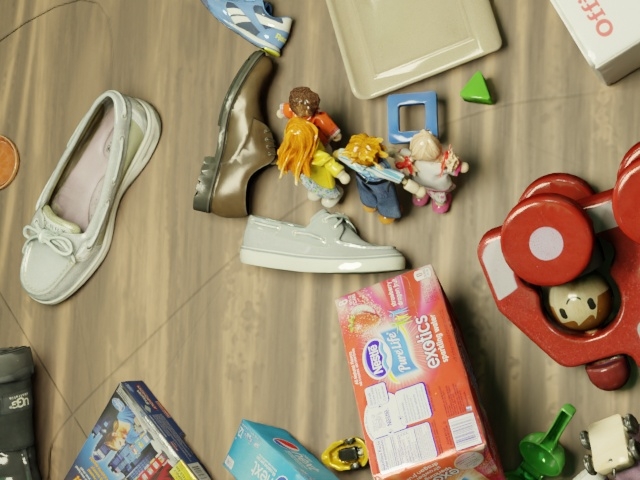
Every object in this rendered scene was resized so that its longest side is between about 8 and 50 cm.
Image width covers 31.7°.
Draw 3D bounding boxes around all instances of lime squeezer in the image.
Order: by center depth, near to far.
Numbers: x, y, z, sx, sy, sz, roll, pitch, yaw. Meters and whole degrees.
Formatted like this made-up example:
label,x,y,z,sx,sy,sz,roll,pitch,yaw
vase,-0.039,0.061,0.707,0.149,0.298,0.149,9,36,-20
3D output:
label,x,y,z,sx,sy,sz,roll,pitch,yaw
lime squeezer,0.231,0.288,1.297,0.059,0.110,0.310,30,120,4

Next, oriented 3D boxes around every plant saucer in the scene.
label,x,y,z,sx,sy,sz,roll,pitch,yaw
plant saucer,-0.481,-0.115,1.670,0.083,0.013,0.083,-3,83,22

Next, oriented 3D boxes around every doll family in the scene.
label,x,y,z,sx,sy,sz,roll,pitch,yaw
doll family,0.040,-0.089,1.358,0.263,0.163,0.118,21,68,22

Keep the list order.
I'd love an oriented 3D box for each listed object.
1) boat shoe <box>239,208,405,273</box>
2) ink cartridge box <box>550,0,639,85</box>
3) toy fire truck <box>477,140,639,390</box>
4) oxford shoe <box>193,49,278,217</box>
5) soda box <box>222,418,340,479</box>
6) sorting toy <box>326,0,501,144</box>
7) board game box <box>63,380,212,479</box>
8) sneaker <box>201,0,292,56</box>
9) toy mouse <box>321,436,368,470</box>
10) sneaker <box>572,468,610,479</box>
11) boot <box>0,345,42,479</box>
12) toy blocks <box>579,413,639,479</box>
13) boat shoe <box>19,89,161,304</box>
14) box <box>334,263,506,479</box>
label,x,y,z,sx,sy,sz,roll,pitch,yaw
boat shoe,0.000,0.000,1.428,0.228,0.079,0.081,4,91,26
ink cartridge box,0.397,-0.354,1.277,0.306,0.131,0.226,-31,75,18
toy fire truck,0.342,0.037,1.255,0.302,0.169,0.254,-20,96,20
oxford shoe,-0.092,-0.138,1.490,0.096,0.083,0.227,15,91,4
soda box,-0.037,0.292,1.361,0.210,0.071,0.067,31,98,57
sorting toy,0.115,-0.289,1.432,0.196,0.047,0.347,-18,78,15
board game box,-0.259,0.324,1.511,0.194,0.060,0.194,-46,71,13
sneaker,-0.100,-0.305,1.516,0.144,0.053,0.059,35,98,13
toy mouse,0.043,0.317,1.403,0.161,0.031,0.143,-20,84,22
sneaker,0.285,0.398,1.269,0.161,0.102,0.282,33,108,18
boot,-0.523,0.384,1.582,0.367,0.146,0.445,-6,93,36
toy blocks,0.479,0.307,1.147,0.309,0.260,0.288,-28,43,32
boat shoe,-0.335,-0.059,1.557,0.118,0.103,0.320,35,98,21
box,0.112,0.171,1.278,0.128,0.122,0.257,-20,47,8
